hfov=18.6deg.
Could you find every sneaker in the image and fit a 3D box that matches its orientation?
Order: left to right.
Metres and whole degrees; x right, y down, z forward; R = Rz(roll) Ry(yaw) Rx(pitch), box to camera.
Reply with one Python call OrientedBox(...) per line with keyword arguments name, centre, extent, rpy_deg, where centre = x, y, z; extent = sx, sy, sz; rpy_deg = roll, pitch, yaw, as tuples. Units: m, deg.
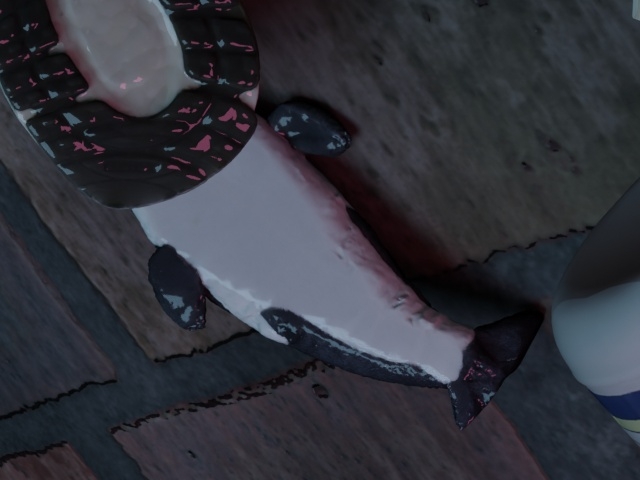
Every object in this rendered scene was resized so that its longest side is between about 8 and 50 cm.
OrientedBox(name="sneaker", centre=(-0.171, -0.208, 1.063), extent=(0.182, 0.158, 0.410), rpy_deg=(-167, 53, -83))

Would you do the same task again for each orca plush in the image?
OrientedBox(name="orca plush", centre=(0.000, 0.000, 1.182), extent=(0.287, 0.102, 0.151), rpy_deg=(21, 94, 12))

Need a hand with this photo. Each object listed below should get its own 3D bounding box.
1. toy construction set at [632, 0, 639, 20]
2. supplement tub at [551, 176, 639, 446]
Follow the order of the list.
OrientedBox(name="toy construction set", centre=(0.033, -0.211, 0.832), extent=(0.328, 0.151, 0.215), rpy_deg=(20, 100, 32))
OrientedBox(name="supplement tub", centre=(0.285, 0.078, 0.845), extent=(0.325, 0.235, 0.235), rpy_deg=(48, 143, -6))
